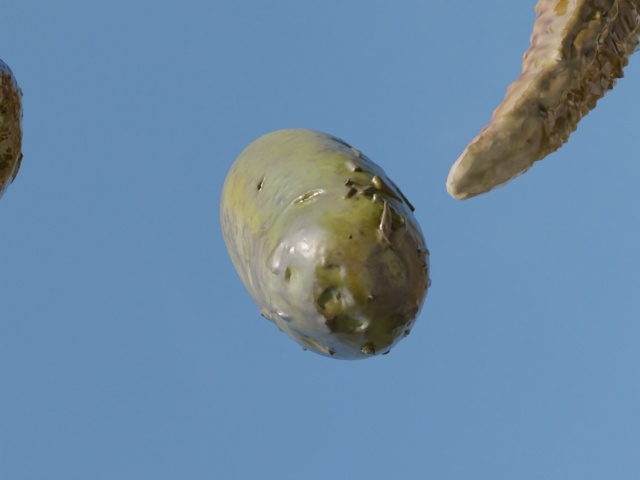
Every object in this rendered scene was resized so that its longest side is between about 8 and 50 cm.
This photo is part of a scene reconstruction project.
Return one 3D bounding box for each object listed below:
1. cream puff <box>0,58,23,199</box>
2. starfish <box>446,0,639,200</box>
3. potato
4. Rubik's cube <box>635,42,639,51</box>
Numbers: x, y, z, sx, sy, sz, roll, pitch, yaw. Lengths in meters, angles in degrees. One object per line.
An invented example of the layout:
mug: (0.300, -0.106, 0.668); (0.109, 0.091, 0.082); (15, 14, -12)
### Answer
cream puff: (-0.311, -0.091, 1.446); (0.149, 0.084, 0.149); (6, -90, -69)
starfish: (0.126, -0.184, 0.575); (0.327, 0.094, 0.375); (14, -94, -28)
potato: (0.000, 0.000, 1.168); (0.113, 0.251, 0.149); (-15, -74, -11)
Rubik's cube: (0.224, -0.320, 1.069); (0.293, 0.283, 0.288); (-25, -25, -49)
